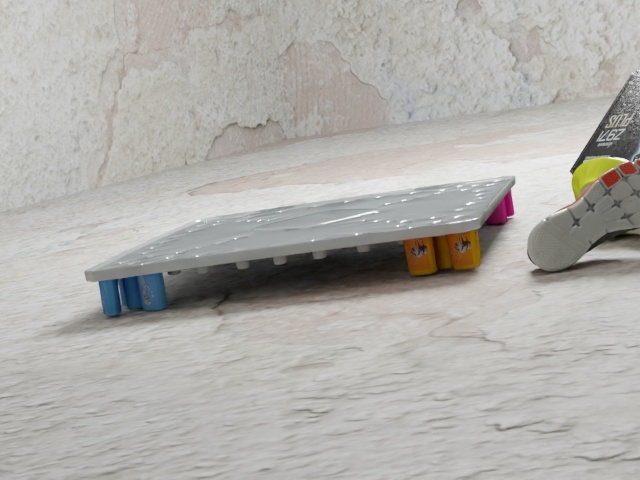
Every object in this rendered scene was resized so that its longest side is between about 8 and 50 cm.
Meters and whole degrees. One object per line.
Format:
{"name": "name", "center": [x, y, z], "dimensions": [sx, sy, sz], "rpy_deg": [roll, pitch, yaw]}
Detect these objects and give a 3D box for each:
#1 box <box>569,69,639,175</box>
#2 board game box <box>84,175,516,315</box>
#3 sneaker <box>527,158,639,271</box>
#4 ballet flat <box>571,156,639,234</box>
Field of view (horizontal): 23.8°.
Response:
{"name": "box", "center": [0.367, -0.102, 1.539], "dimensions": [0.180, 0.077, 0.147], "rpy_deg": [2, 51, 56]}
{"name": "board game box", "center": [0.000, 0.000, 1.610], "dimensions": [0.390, 0.050, 0.390], "rpy_deg": [-8, 7, 14]}
{"name": "sneaker", "center": [0.246, -0.024, 1.348], "dimensions": [0.158, 0.061, 0.065], "rpy_deg": [-26, -3, -7]}
{"name": "ballet flat", "center": [0.296, -0.034, 1.429], "dimensions": [0.077, 0.077, 0.231], "rpy_deg": [-38, 21, -24]}
